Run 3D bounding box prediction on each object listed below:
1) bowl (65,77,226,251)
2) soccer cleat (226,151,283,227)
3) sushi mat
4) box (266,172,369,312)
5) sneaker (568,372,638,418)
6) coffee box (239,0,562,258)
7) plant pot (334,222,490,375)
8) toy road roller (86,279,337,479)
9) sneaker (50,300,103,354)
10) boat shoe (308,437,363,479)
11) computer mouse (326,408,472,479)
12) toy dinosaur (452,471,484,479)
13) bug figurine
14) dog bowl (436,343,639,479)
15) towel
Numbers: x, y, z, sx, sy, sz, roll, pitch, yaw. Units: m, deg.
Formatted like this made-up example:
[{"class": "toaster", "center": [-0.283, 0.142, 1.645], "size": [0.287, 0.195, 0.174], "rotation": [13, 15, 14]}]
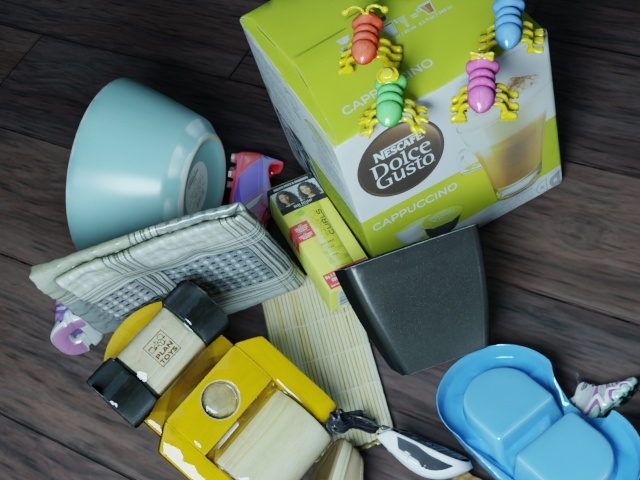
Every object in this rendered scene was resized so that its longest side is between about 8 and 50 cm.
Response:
[{"class": "bowl", "center": [-0.258, -0.096, 1.585], "size": [0.163, 0.312, 0.312], "rotation": [10, 58, 14]}, {"class": "soccer cleat", "center": [-0.116, -0.042, 1.640], "size": [0.095, 0.083, 0.248], "rotation": [5, 58, -4]}, {"class": "sushi mat", "center": [0.003, 0.178, 1.476], "size": [0.151, 0.019, 0.317], "rotation": [-18, 52, 3]}, {"class": "box", "center": [0.000, 0.000, 1.554], "size": [0.087, 0.058, 0.232], "rotation": [-22, 54, -13]}, {"class": "sneaker", "center": [0.374, 0.200, 1.331], "size": [0.098, 0.038, 0.069], "rotation": [-35, 53, -10]}, {"class": "coffee box", "center": [0.129, -0.216, 1.523], "size": [0.337, 0.334, 0.338], "rotation": [-29, 52, -5]}, {"class": "plant pot", "center": [0.139, 0.088, 1.377], "size": [0.188, 0.187, 0.167], "rotation": [-18, 88, -5]}, {"class": "toy road roller", "center": [-0.157, 0.227, 1.400], "size": [0.329, 0.240, 0.202], "rotation": [41, 74, 3]}, {"class": "sneaker", "center": [-0.338, 0.085, 1.608], "size": [0.236, 0.095, 0.105], "rotation": [-28, 44, -3]}, {"class": "boat shoe", "center": [0.019, 0.421, 1.248], "size": [0.110, 0.122, 0.341], "rotation": [20, 56, -12]}, {"class": "computer mouse", "center": [0.106, 0.274, 1.300], "size": [0.192, 0.106, 0.042], "rotation": [20, 89, 28]}, {"class": "toy dinosaur", "center": [0.216, 0.344, 1.260], "size": [0.211, 0.064, 0.112], "rotation": [31, 67, 32]}, {"class": "bug figurine", "center": [0.150, -0.236, 1.278], "size": [0.278, 0.072, 0.216], "rotation": [-5, 57, 12]}, {"class": "dog bowl", "center": [0.280, 0.256, 1.272], "size": [0.166, 0.074, 0.297], "rotation": [-35, 44, -15]}, {"class": "towel", "center": [-0.209, 0.061, 1.427], "size": [0.324, 0.312, 0.056], "rotation": [-17, 67, 8]}]
